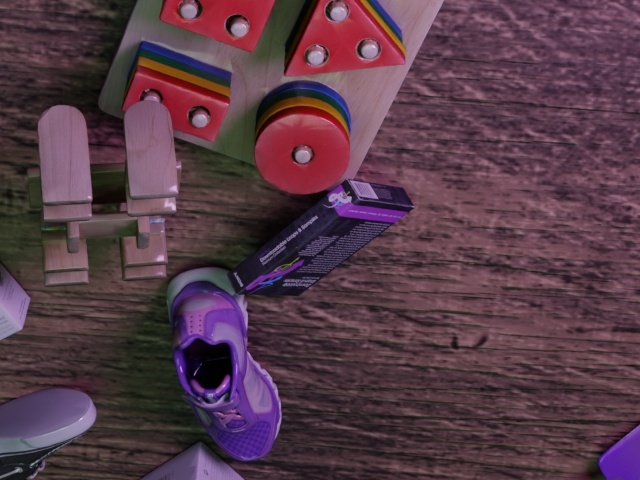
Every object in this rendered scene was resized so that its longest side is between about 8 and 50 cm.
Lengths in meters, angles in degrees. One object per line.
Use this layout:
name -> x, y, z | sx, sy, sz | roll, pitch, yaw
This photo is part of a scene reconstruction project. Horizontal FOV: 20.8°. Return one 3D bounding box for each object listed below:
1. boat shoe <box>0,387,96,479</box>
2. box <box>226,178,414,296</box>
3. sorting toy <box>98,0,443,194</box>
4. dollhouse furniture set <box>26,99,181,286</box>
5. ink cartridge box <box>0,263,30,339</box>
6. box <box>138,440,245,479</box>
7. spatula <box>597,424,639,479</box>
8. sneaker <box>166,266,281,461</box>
boat shoe -> -0.326, 0.217, 1.859 | 0.219, 0.077, 0.070 | -17, 122, 21
box -> 0.000, 0.000, 1.692 | 0.162, 0.029, 0.116 | -39, 160, 22
sorting toy -> -0.045, -0.169, 1.581 | 0.256, 0.089, 0.257 | 19, 122, -12
dollhouse furniture set -> -0.252, -0.069, 1.606 | 0.242, 0.161, 0.212 | -4, 159, -9
ink cartridge box -> -0.372, 0.047, 1.749 | 0.099, 0.056, 0.135 | -26, 121, 18
box -> -0.126, 0.327, 1.918 | 0.130, 0.091, 0.170 | -35, 117, 21
spatula -> 0.267, 0.283, 1.921 | 0.296, 0.030, 0.084 | -29, 121, 19
sneaker -> -0.103, 0.146, 1.788 | 0.095, 0.104, 0.236 | -11, 124, 6
